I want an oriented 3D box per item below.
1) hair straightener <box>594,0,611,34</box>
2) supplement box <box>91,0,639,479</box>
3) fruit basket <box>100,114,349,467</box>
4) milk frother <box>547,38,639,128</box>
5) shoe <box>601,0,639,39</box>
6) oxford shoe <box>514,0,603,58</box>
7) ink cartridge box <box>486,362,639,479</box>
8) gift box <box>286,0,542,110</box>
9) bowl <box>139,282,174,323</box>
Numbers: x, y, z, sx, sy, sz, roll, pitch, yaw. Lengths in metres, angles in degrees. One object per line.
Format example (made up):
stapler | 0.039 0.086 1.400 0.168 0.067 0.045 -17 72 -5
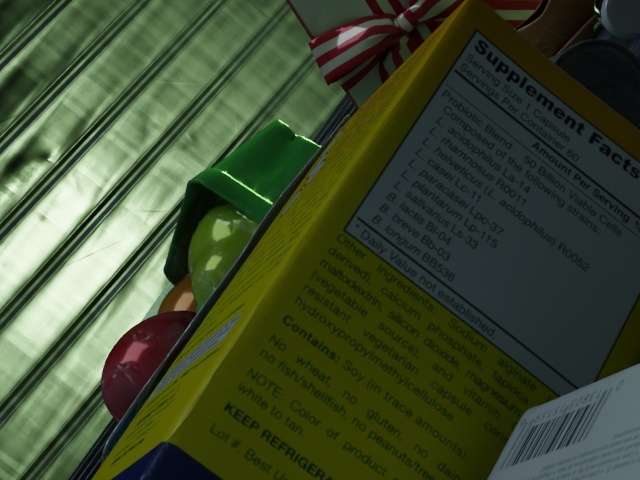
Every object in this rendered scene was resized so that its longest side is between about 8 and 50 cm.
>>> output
hair straightener | 0.330 -0.286 1.482 0.230 0.047 0.089 -59 8 -16
supplement box | 0.040 0.073 0.866 0.356 0.194 0.195 -55 8 -30
fruit basket | -0.089 0.089 1.327 0.353 0.165 0.327 -62 0 -26
milk frother | 0.181 -0.079 1.220 0.135 0.129 0.143 180 85 -82
shoe | 0.298 -0.235 1.326 0.178 0.063 0.081 -48 4 -11
oxford shoe | 0.280 -0.270 1.565 0.212 0.076 0.076 -49 5 9
ink cartridge box | 0.115 0.141 0.580 0.239 0.060 0.275 -57 9 -28
gift box | 0.131 -0.266 1.848 0.255 0.276 0.258 -37 7 14
bowl | -0.108 0.075 2.003 0.289 0.156 0.289 -51 7 9
